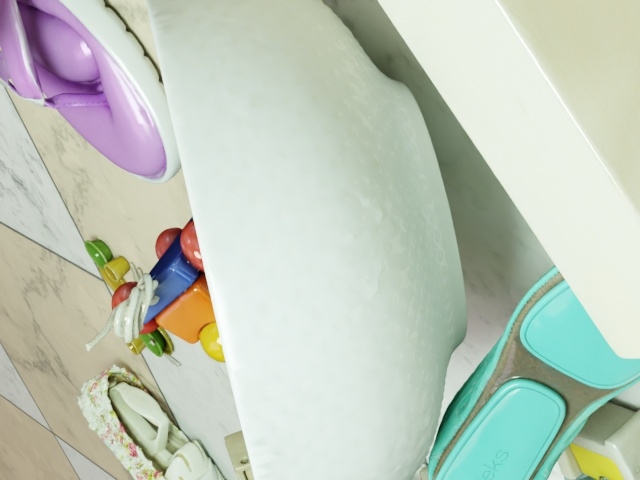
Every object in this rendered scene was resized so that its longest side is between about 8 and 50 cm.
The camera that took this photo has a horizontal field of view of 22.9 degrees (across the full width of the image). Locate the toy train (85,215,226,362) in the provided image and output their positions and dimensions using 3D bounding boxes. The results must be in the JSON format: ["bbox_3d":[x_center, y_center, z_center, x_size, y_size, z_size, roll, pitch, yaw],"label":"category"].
[{"bbox_3d":[-0.073,0.063,1.144,0.143,0.248,0.105,44,122,-9],"label":"toy train"}]

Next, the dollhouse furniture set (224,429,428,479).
[{"bbox_3d":[0.011,0.283,1.340,0.242,0.212,0.161,-115,7,-51],"label":"dollhouse furniture set"}]

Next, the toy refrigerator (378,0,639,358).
[{"bbox_3d":[0.119,-0.082,0.730,0.269,0.102,0.094,54,156,-10],"label":"toy refrigerator"}]

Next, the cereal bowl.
[{"bbox_3d":[0.000,0.000,0.936,0.339,0.141,0.339,167,90,-88],"label":"cereal bowl"}]

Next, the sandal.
[{"bbox_3d":[-0.271,-0.193,1.267,0.416,0.102,0.169,50,157,1],"label":"sandal"}]

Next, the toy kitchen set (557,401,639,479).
[{"bbox_3d":[0.162,0.207,0.943,0.166,0.207,0.122,18,139,52],"label":"toy kitchen set"}]

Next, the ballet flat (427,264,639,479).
[{"bbox_3d":[0.137,0.059,0.899,0.083,0.087,0.247,29,125,-7],"label":"ballet flat"}]

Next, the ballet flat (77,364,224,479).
[{"bbox_3d":[-0.178,0.234,1.763,0.241,0.091,0.077,42,133,10],"label":"ballet flat"}]

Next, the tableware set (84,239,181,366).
[{"bbox_3d":[-0.197,0.067,1.617,0.104,0.024,0.154,34,152,35],"label":"tableware set"}]
